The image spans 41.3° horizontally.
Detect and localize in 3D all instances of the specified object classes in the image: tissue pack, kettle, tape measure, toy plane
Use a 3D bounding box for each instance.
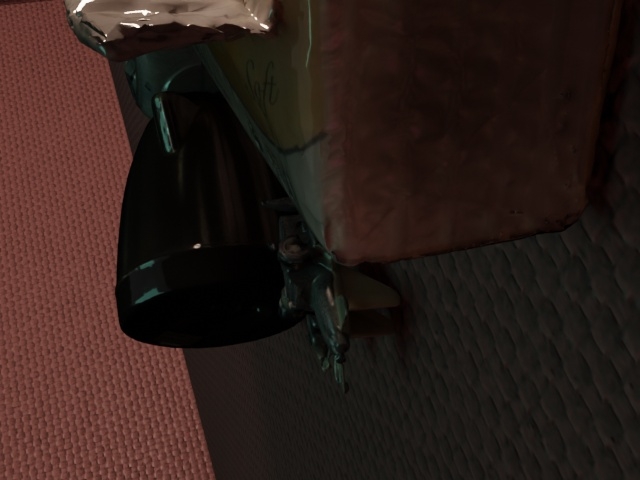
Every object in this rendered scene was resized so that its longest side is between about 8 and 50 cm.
[{"bbox_3d":[-0.023,-0.148,0.428,0.305,0.239,0.238,-123,27,-53],"label":"tissue pack"},{"bbox_3d":[-0.108,-0.037,0.937,0.207,0.251,0.271,-31,60,42],"label":"kettle"},{"bbox_3d":[-0.184,-0.266,1.055,0.256,0.147,0.275,-142,42,-66],"label":"tape measure"},{"bbox_3d":[-0.011,0.002,0.737,0.262,0.088,0.192,-116,21,-44],"label":"toy plane"}]
